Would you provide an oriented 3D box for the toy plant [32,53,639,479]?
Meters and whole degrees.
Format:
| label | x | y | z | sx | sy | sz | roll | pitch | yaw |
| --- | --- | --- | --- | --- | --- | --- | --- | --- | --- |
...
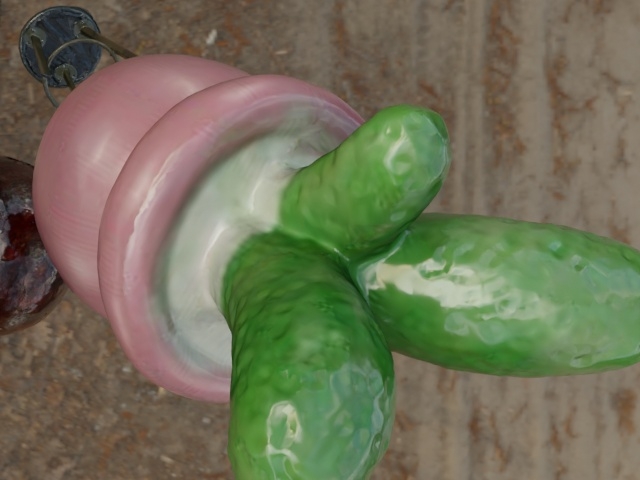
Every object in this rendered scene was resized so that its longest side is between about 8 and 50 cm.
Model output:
| label | x | y | z | sx | sy | sz | roll | pitch | yaw |
| --- | --- | --- | --- | --- | --- | --- | --- | --- | --- |
| toy plant | -0.004 | 0.002 | 0.665 | 0.317 | 0.356 | 0.211 | -15 | 114 | -38 |

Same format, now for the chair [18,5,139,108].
| label | x | y | z | sx | sy | sz | roll | pitch | yaw |
| --- | --- | --- | --- | --- | --- | --- | --- | --- | --- |
| chair | -0.259 | -0.183 | 1.117 | 0.095 | 0.221 | 0.104 | 23 | 103 | -29 |

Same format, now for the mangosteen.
| label | x | y | z | sx | sy | sz | roll | pitch | yaw |
| --- | --- | --- | --- | --- | --- | --- | --- | --- | --- |
| mangosteen | -0.276 | -0.001 | 0.849 | 0.146 | 0.156 | 0.181 | -53 | 152 | 5 |
